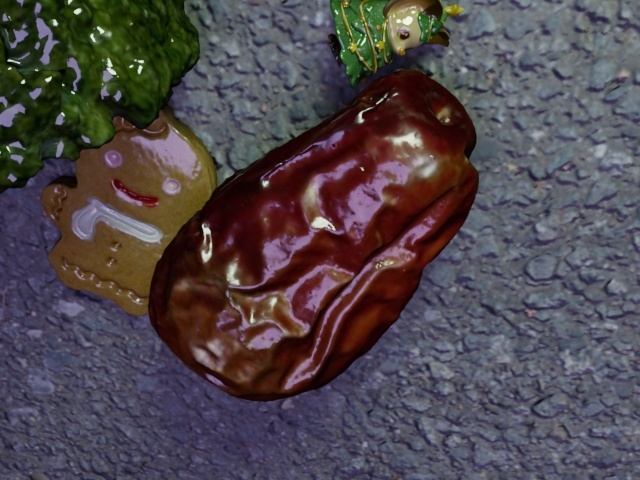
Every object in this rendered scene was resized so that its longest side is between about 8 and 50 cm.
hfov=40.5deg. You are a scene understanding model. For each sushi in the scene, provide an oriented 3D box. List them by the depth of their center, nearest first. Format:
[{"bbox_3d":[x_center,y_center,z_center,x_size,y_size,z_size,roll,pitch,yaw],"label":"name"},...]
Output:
[{"bbox_3d":[-0.290,-0.132,0.696,0.352,0.294,0.178,-21,118,19],"label":"sushi"}]

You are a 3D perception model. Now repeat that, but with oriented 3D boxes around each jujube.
[{"bbox_3d":[0.000,0.000,0.778,0.216,0.216,0.342,38,112,-12],"label":"jujube"}]

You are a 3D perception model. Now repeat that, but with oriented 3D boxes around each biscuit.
[{"bbox_3d":[-0.191,-0.029,0.886,0.184,0.035,0.249,27,121,-6],"label":"biscuit"}]

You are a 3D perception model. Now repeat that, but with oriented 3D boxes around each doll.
[{"bbox_3d":[0.057,-0.188,0.735,0.113,0.076,0.078,-30,157,4],"label":"doll"}]
